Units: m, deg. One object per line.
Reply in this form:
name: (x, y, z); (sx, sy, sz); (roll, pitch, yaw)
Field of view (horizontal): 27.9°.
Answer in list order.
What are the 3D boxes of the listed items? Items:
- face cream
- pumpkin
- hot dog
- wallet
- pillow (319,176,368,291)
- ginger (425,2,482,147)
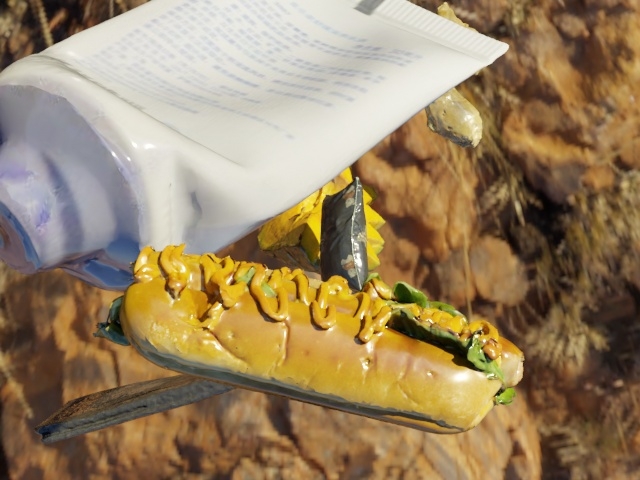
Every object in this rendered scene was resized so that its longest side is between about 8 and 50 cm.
face cream: (-0.068, -0.106, 0.877); (0.234, 0.420, 0.137); (29, 133, 22)
pumpkin: (0.000, 0.000, 1.849); (0.130, 0.254, 0.149); (40, 125, -18)
hot dog: (-0.006, 0.038, 0.558); (0.188, 0.072, 0.055); (12, 110, 7)
wallet: (-0.164, 0.158, 1.332); (0.244, 0.124, 0.025); (-17, 95, 9)
pillow: (0.028, 0.001, 1.655); (0.048, 0.150, 0.090); (10, 164, -41)
ginger: (0.181, -0.231, 1.782); (0.133, 0.214, 0.059); (-26, 161, -15)
